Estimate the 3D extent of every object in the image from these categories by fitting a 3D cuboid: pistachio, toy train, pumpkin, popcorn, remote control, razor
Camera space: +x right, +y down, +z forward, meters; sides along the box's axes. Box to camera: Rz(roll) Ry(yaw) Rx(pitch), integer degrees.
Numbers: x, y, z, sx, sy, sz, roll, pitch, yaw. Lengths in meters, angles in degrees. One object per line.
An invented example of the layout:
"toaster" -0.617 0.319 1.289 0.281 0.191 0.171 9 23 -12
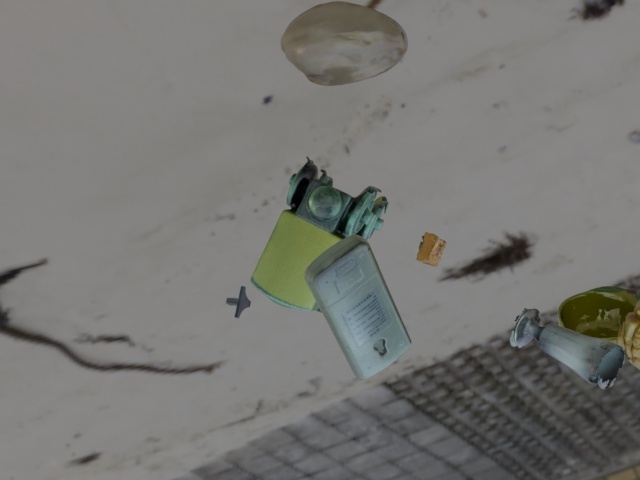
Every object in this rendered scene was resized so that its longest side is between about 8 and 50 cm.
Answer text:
"pistachio" 0.039 -0.335 1.761 0.215 0.144 0.144 -3 163 10
"toy train" 0.000 0.000 1.869 0.253 0.160 0.397 -65 172 1
"pumpkin" 0.260 0.022 2.487 0.074 0.054 0.083 -67 156 -1
"popcorn" 0.587 0.136 1.715 0.194 0.140 0.163 -47 162 1
"remote control" 0.054 0.094 1.419 0.098 0.038 0.233 -35 132 -10
"razor" -0.170 0.129 2.144 0.033 0.066 0.190 13 174 -13

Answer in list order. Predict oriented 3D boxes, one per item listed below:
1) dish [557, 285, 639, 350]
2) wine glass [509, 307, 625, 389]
"dish" 0.509 0.160 1.877 0.207 0.149 0.080 -25 128 -33
"wine glass" 0.359 0.155 1.511 0.072 0.155 0.072 -23 125 -37
